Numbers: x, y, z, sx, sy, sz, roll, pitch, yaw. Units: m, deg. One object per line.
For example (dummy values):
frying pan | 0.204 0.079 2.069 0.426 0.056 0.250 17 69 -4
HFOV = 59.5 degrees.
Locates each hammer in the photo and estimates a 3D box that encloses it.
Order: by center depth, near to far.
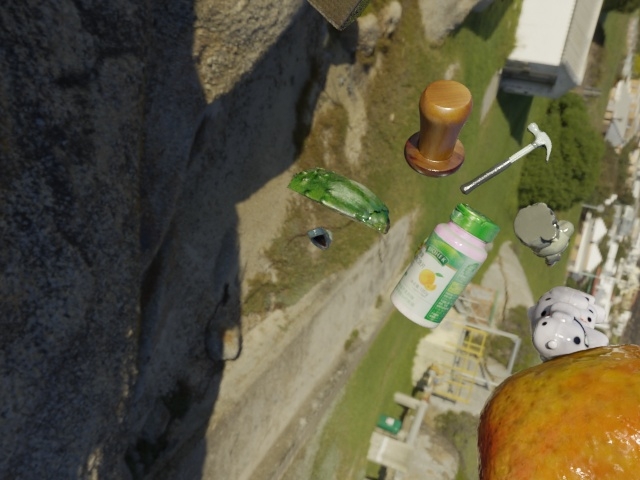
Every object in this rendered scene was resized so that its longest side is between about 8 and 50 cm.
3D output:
hammer | 0.465 -0.186 1.405 0.246 0.103 0.029 -35 161 7

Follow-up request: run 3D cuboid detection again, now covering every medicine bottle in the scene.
medicine bottle | 0.281 0.054 1.255 0.274 0.133 0.133 -58 165 15

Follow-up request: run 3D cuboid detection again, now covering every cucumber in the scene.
cucumber | 0.058 -0.117 1.461 0.145 0.325 0.105 26 94 -43

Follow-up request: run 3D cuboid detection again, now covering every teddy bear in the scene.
teddy bear | 0.689 -0.035 1.719 0.144 0.171 0.251 -38 147 21

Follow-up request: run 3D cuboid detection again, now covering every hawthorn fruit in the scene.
hawthorn fruit | 0.523 0.413 0.988 0.472 0.472 0.471 15 90 -71

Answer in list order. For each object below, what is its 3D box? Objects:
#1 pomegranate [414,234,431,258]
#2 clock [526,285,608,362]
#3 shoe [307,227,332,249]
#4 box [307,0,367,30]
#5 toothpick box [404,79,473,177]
pomegranate | 0.340 0.048 1.551 0.122 0.169 0.143 -121 -134 -62
clock | 0.568 0.216 1.304 0.254 0.189 0.189 -11 114 -66
shoe | 0.000 0.000 2.062 0.195 0.079 0.078 40 38 -76
box | 0.016 -0.673 1.358 0.143 0.273 0.184 -43 -171 40
toothpick box | 0.358 -0.326 1.695 0.294 0.192 0.192 89 24 -54
